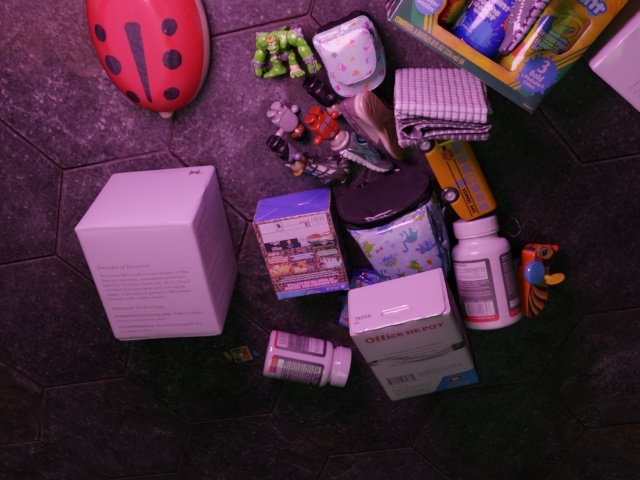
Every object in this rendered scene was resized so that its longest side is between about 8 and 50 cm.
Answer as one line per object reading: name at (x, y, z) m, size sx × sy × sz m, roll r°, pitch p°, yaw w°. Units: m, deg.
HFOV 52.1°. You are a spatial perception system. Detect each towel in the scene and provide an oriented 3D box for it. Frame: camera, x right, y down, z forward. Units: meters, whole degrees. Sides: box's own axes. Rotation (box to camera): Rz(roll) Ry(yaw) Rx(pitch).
towel at (0.299, -0.337, 1.649) m, size 0.234 × 0.284 × 0.122 m, roll 3°, pitch 125°, yaw 3°

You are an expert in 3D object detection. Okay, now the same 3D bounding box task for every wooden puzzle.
wooden puzzle at (-0.285, 0.411, 2.353) m, size 0.116 × 0.014 × 0.079 m, roll -20°, pitch 121°, yaw 16°

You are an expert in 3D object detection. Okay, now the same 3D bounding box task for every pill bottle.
pill bottle at (0.485, 0.089, 1.942) m, size 0.176 × 0.176 × 0.319 m, roll -11°, pitch 97°, yaw 11°
pill bottle at (-0.047, 0.413, 2.251) m, size 0.283 × 0.161 × 0.161 m, roll 12°, pitch 124°, yaw -4°

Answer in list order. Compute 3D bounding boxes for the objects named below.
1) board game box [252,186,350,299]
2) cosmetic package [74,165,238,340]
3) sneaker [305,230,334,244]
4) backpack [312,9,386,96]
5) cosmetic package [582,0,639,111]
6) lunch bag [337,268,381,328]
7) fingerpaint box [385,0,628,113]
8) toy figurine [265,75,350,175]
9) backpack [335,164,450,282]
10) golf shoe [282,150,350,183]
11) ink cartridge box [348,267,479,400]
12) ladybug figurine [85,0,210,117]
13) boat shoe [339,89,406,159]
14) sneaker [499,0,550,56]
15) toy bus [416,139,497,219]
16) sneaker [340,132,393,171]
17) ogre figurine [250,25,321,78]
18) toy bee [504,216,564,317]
board game box at (-0.050, 0.012, 1.991) m, size 0.231 × 0.141 × 0.291 m, roll -9°, pitch 123°, yaw 10°
cosmetic package at (-0.453, 0.034, 1.921) m, size 0.327 × 0.330 × 0.394 m, roll -4°, pitch 123°, yaw 7°
sneaker at (0.000, 0.000, 1.875) m, size 0.083 × 0.032 × 0.037 m, roll -9°, pitch 123°, yaw 10°
backpack at (0.083, -0.463, 1.662) m, size 0.165 × 0.144 × 0.189 m, roll -20°, pitch 121°, yaw 13°
cosmetic package at (0.896, -0.404, 1.636) m, size 0.453 × 0.162 × 0.230 m, roll 34°, pitch 120°, yaw -18°
lunch bag at (0.201, 0.214, 2.139) m, size 0.293 × 0.138 × 0.221 m, roll 17°, pitch 127°, yaw 6°
fingerpaint box at (0.440, -0.580, 1.546) m, size 0.444 × 0.163 × 0.371 m, roll 28°, pitch 121°, yaw -15°
toy figurine at (-0.031, -0.301, 1.743) m, size 0.209 × 0.213 × 0.148 m, roll -31°, pitch 133°, yaw 26°
backpack at (0.245, 0.001, 1.924) m, size 0.289 × 0.274 × 0.356 m, roll -19°, pitch 139°, yaw 12°
golf shoe at (-0.013, -0.203, 1.884) m, size 0.198 × 0.077 × 0.094 m, roll 5°, pitch 124°, yaw 2°
ink cartridge box at (0.278, 0.285, 1.925) m, size 0.285 × 0.166 × 0.395 m, roll -16°, pitch 136°, yaw 14°
ladybug figurine at (-0.439, -0.514, 1.650) m, size 0.304 × 0.162 × 0.450 m, roll -6°, pitch 124°, yaw 7°
boat shoe at (0.146, -0.306, 1.762) m, size 0.092 × 0.103 × 0.285 m, roll 4°, pitch 163°, yaw 33°
sneaker at (0.449, -0.525, 1.452) m, size 0.098 × 0.083 × 0.224 m, roll 36°, pitch 118°, yaw 6°
toy bus at (0.371, -0.215, 1.830) m, size 0.130 × 0.108 × 0.333 m, roll -23°, pitch 120°, yaw 18°
sneaker at (0.138, -0.251, 1.853) m, size 0.166 × 0.065 × 0.076 m, roll 20°, pitch 118°, yaw -12°
ogre figurine at (-0.100, -0.484, 1.689) m, size 0.197 × 0.096 × 0.118 m, roll 19°, pitch 131°, yaw 45°
toy bee at (0.659, 0.076, 1.975) m, size 0.162 × 0.195 × 0.299 m, roll -13°, pitch 123°, yaw -25°
